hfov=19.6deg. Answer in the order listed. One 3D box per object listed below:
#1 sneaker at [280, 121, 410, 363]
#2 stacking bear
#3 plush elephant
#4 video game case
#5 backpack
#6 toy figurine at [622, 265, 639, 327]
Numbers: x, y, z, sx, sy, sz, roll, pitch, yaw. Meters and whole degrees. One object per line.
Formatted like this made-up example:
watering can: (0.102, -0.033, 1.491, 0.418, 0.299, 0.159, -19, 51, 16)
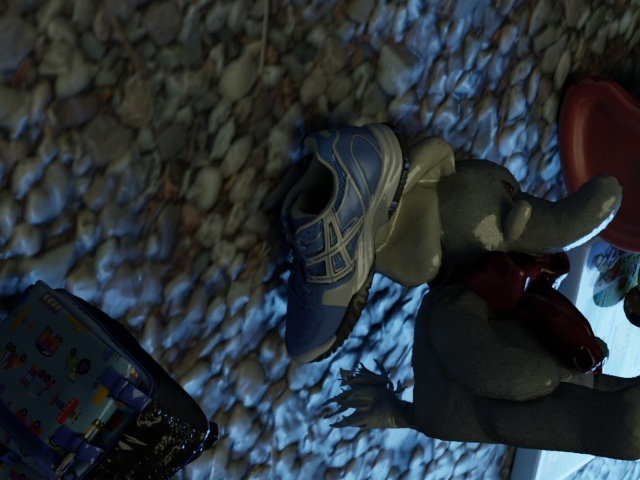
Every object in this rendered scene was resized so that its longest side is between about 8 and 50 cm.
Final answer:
sneaker: (0.000, 0.000, 1.486, 0.081, 0.080, 0.211, 4, 111, -32)
stacking bear: (0.374, -0.106, 1.853, 0.289, 0.175, 0.164, -30, 134, -51)
plush elephant: (0.163, 0.040, 1.588, 0.272, 0.330, 0.255, -2, 93, -68)
video game case: (0.331, 0.097, 2.045, 0.300, 0.036, 0.329, -24, 133, -44)
backpack: (-0.183, 0.136, 1.251, 0.173, 0.158, 0.117, -49, 139, 1)
toy figurine: (0.441, 0.063, 1.949, 0.209, 0.213, 0.148, -28, 151, -37)
